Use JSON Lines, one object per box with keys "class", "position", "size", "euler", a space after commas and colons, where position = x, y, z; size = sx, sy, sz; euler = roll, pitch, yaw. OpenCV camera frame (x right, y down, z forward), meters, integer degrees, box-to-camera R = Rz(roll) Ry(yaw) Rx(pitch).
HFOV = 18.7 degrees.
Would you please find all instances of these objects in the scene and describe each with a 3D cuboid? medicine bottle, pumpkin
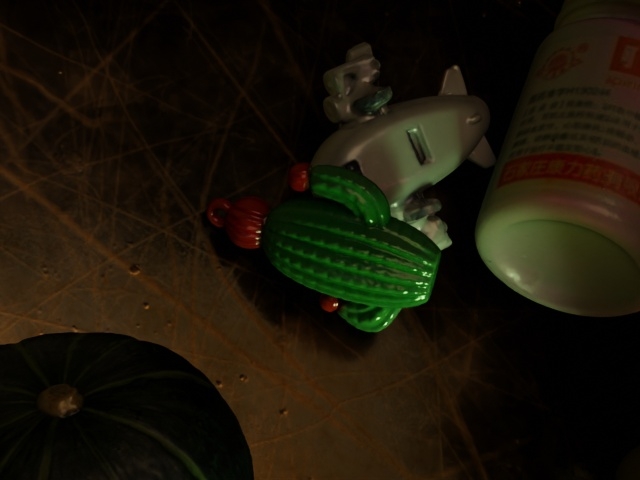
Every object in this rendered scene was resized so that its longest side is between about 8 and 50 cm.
{"class": "medicine bottle", "position": [0.324, -0.125, 2.159], "size": [0.219, 0.219, 0.388], "euler": [28, 58, -9]}
{"class": "pumpkin", "position": [-0.218, 0.225, 1.718], "size": [0.323, 0.241, 0.323], "euler": [-6, 42, 5]}

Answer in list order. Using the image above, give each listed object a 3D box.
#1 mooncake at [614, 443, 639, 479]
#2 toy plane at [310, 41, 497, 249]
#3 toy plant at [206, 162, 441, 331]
{"class": "mooncake", "position": [0.518, 0.297, 1.911], "size": [0.467, 0.467, 0.262], "euler": [-3, 82, -24]}
{"class": "toy plane", "position": [0.086, -0.099, 2.110], "size": [0.244, 0.117, 0.245], "euler": [3, 84, -28]}
{"class": "toy plant", "position": [0.012, -0.006, 2.015], "size": [0.240, 0.154, 0.088], "euler": [38, 33, -3]}
